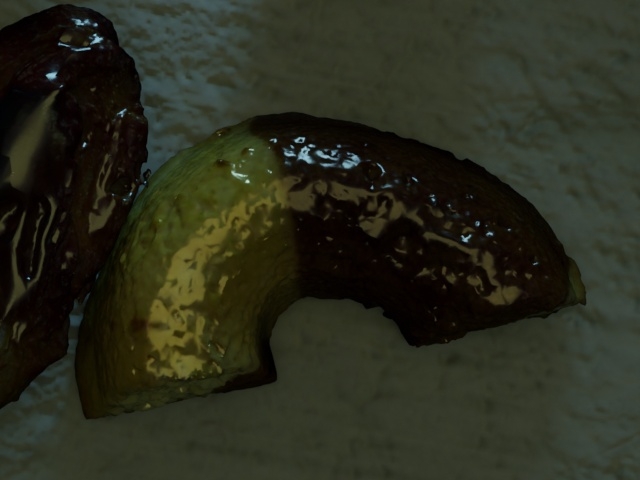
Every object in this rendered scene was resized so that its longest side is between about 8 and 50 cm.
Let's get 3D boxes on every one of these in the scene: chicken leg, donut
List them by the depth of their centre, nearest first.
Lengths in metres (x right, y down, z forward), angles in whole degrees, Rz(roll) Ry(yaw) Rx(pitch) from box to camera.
[{"bbox_3d":[-0.211,0.012,0.945,0.177,0.083,0.322,23,86,29],"label":"chicken leg"},{"bbox_3d":[0.000,0.000,0.960,0.295,0.112,0.151,-12,92,-5],"label":"donut"}]
